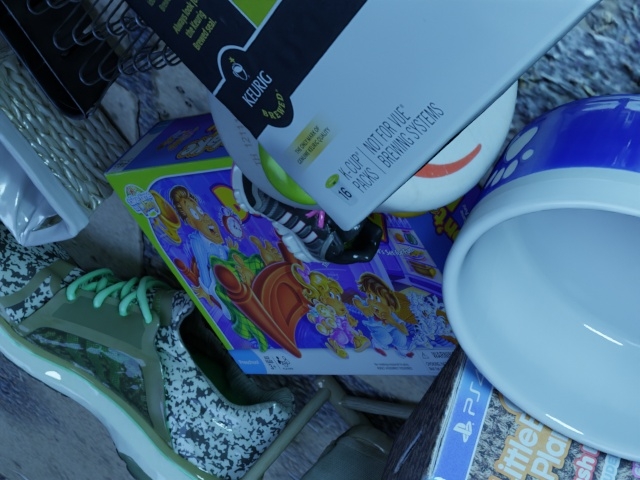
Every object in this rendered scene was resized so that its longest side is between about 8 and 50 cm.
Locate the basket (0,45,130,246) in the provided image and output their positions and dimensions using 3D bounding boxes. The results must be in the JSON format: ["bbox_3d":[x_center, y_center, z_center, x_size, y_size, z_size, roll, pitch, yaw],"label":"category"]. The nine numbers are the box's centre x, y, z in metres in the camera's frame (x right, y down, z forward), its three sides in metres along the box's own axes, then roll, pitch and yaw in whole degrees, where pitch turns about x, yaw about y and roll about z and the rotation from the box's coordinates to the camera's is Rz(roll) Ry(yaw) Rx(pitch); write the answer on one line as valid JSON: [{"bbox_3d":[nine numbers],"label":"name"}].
[{"bbox_3d":[-0.263,-0.092,1.776,0.113,0.103,0.167,-10,121,54],"label":"basket"}]

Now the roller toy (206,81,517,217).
[{"bbox_3d":[0.026,-0.114,1.323,0.146,0.209,0.191,2,88,48],"label":"roller toy"}]

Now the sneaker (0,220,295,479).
[{"bbox_3d":[-0.177,0.084,1.917,0.410,0.158,0.182,42,119,5],"label":"sneaker"}]

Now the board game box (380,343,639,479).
[{"bbox_3d":[0.201,0.212,1.493,0.291,0.141,0.232,21,149,-2],"label":"board game box"}]

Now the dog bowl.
[{"bbox_3d":[0.222,0.031,1.306,0.265,0.104,0.265,18,143,14],"label":"dog bowl"}]

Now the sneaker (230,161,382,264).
[{"bbox_3d":[-0.005,-0.030,1.415,0.074,0.063,0.170,9,157,30],"label":"sneaker"}]

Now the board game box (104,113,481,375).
[{"bbox_3d":[0.000,0.000,1.608,0.347,0.078,0.233,-5,125,52],"label":"board game box"}]

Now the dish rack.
[{"bbox_3d":[-0.174,-0.211,1.550,0.271,0.074,0.208,-7,125,53],"label":"dish rack"}]

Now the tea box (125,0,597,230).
[{"bbox_3d":[0.025,-0.230,1.017,0.323,0.220,0.329,46,153,-1],"label":"tea box"}]

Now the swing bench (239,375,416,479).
[{"bbox_3d":[0.035,0.300,1.774,0.165,0.253,0.255,6,133,47],"label":"swing bench"}]
